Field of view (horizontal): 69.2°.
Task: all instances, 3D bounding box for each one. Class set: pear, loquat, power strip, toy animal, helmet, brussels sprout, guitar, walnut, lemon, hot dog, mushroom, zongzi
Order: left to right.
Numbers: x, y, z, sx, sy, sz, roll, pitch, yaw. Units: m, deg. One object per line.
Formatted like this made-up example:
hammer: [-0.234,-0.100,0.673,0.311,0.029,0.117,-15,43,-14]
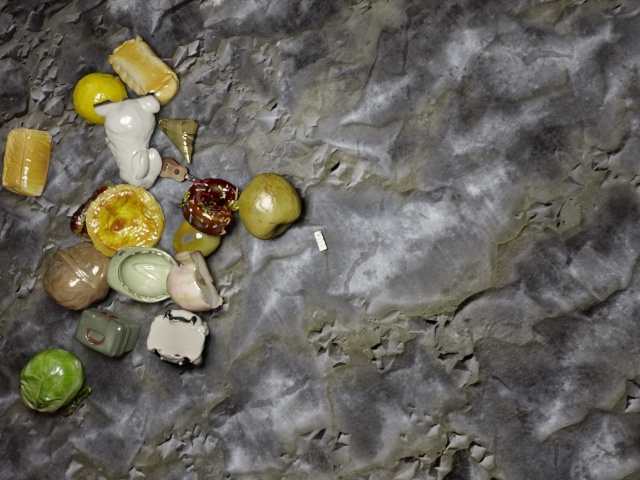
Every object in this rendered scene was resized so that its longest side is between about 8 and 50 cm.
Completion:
brussels sprout: [-1.034,0.535,1.790,0.244,0.244,0.244,-1,85,15]
walnut: [-0.915,0.138,1.775,0.273,0.273,0.227,16,118,16]
hot dog: [-0.900,-0.117,1.865,0.162,0.082,0.270,40,95,27]
lemon: [-0.876,-0.566,1.850,0.192,0.192,0.231,45,104,14]
toy animal: [-0.705,-0.364,1.769,0.258,0.194,0.357,-5,106,24]
helmet: [-0.658,0.117,1.745,0.258,0.137,0.204,23,89,-21]
zongzi: [-0.564,-0.389,1.813,0.160,0.078,0.176,8,90,21]
toy animal: [-0.501,0.352,1.687,0.208,0.156,0.204,11,86,8]
mushroom: [-0.476,0.171,1.632,0.173,0.162,0.236,-19,110,4]
guitar: [-0.506,-0.244,1.801,0.271,0.038,0.084,24,96,11]
loquat: [-0.461,-0.007,1.715,0.195,0.152,0.152,-21,80,22]
pear: [-0.186,-0.125,1.626,0.228,0.188,0.211,-35,80,12]
power strip: [0.000,0.000,1.655,0.027,0.017,0.083,-21,81,11]

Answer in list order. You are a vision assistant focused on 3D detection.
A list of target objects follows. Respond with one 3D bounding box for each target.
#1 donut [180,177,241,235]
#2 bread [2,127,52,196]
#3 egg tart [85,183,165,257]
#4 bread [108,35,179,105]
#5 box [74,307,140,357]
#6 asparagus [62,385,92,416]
donut: [-0.383,-0.136,1.666,0.216,0.096,0.230,36,52,3]
bread: [-1.239,-0.332,1.962,0.153,0.119,0.288,3,85,18]
egg tart: [-0.746,-0.072,1.775,0.116,0.295,0.294,23,91,55]
bread: [-0.691,-0.657,1.839,0.173,0.121,0.311,-40,78,-13]
box: [-0.817,0.351,1.781,0.210,0.129,0.148,19,91,16]
asparagus: [-0.971,0.643,1.847,0.036,0.030,0.165,43,96,4]
